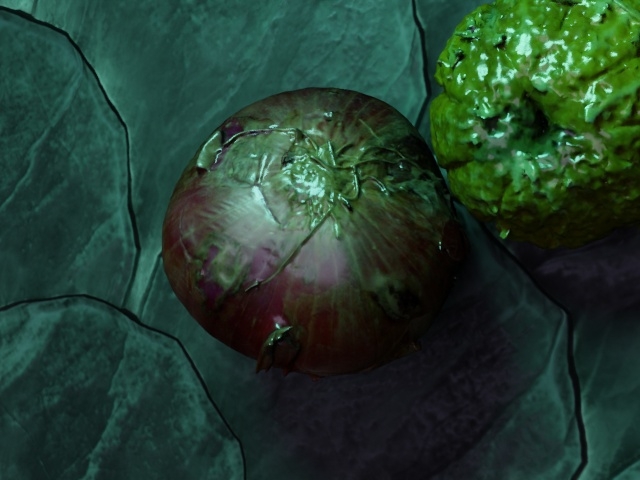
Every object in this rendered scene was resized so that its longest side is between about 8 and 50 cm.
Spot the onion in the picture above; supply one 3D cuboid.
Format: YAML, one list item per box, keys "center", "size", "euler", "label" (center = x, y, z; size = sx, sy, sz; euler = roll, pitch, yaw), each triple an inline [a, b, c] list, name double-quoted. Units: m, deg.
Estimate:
- center: [-0.009, -0.005, 1.152]
  size: [0.354, 0.354, 0.353]
  euler: [3, 96, 26]
  label: "onion"

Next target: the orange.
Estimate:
- center: [0.257, -0.128, 1.066]
  size: [0.301, 0.223, 0.300]
  euler: [14, 107, 24]
  label: "orange"
